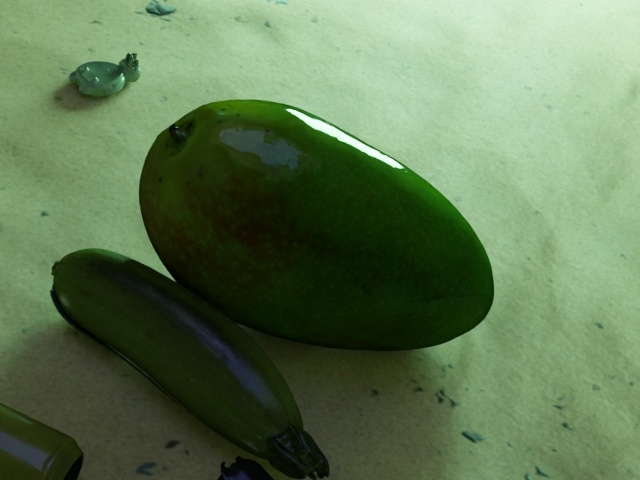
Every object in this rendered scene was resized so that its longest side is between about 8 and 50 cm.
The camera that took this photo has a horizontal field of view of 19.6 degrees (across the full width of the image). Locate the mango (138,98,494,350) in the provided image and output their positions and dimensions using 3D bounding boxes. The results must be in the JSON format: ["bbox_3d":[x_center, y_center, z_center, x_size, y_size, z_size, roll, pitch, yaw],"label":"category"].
[{"bbox_3d":[0.000,0.000,1.764,0.382,0.225,0.201,26,38,-23],"label":"mango"}]

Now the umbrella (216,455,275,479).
[{"bbox_3d":[0.024,0.301,1.503,0.326,0.090,0.094,42,39,22],"label":"umbrella"}]

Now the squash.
[{"bbox_3d":[-0.110,0.106,1.688,0.341,0.094,0.094,35,41,22],"label":"squash"}]

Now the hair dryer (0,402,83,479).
[{"bbox_3d":[-0.305,0.239,1.464,0.135,0.090,0.279,25,45,5],"label":"hair dryer"}]

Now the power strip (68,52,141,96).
[{"bbox_3d":[-0.234,-0.185,2.027,0.083,0.035,0.055,-19,52,-35],"label":"power strip"}]
